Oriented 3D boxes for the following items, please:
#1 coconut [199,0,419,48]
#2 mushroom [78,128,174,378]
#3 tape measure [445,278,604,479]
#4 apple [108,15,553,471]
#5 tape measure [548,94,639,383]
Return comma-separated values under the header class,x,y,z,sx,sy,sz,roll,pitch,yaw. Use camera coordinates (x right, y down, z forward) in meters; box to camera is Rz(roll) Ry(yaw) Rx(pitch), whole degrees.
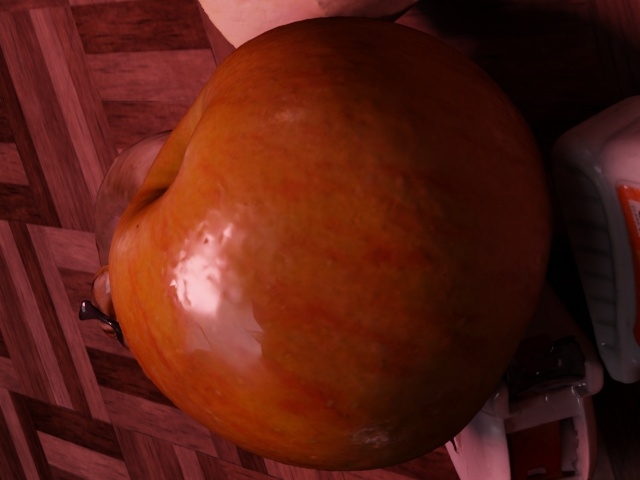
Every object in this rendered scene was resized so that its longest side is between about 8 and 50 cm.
class,x,y,z,sx,sy,sz,roll,pitch,yaw
coconut,-0.006,-0.287,1.676,0.239,0.239,0.244,63,149,3
mushroom,-0.149,0.055,2.090,0.362,0.294,0.362,39,144,36
tape measure,0.170,0.132,1.733,0.258,0.130,0.265,-118,18,-53
apple,0.000,0.000,1.552,0.400,0.333,0.400,-42,40,48
tape measure,0.305,0.007,1.497,0.246,0.125,0.243,17,133,56
